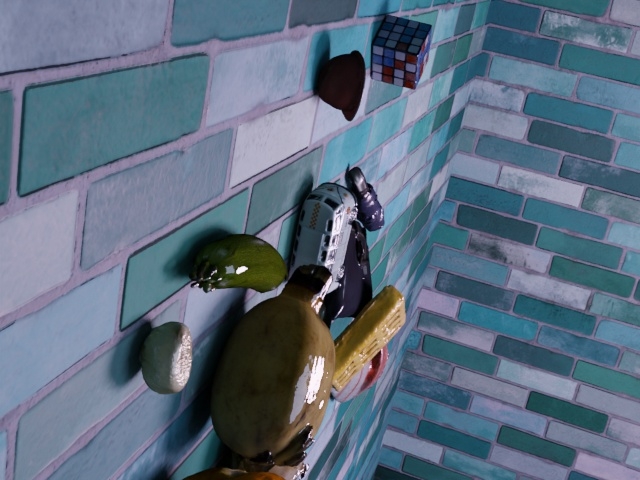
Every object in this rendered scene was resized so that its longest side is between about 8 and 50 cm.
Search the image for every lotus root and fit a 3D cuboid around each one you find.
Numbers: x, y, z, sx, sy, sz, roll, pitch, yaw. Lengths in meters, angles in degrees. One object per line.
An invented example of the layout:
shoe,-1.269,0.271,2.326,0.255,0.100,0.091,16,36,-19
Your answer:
lotus root,-0.057,0.174,1.261,0.183,0.182,0.310,65,40,-70

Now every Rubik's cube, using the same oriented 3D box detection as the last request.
Rubik's cube,0.154,-0.359,1.626,0.092,0.092,0.092,87,24,-54

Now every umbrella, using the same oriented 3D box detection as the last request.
umbrella,0.090,-0.081,1.783,0.248,0.070,0.071,55,52,-68

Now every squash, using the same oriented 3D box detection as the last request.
squash,-0.098,0.032,1.137,0.318,0.080,0.071,22,47,-78

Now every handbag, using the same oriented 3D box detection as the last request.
handbag,0.050,0.050,1.662,0.254,0.088,0.211,18,71,-74

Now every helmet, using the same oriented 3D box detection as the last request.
helmet,0.026,-0.241,1.324,0.089,0.057,0.111,-123,-142,-48

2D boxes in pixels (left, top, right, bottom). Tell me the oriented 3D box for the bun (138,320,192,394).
bun,-0.179,0.132,0.969,0.086,0.054,0.086,6,90,-86

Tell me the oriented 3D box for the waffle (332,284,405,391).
waffle,0.086,0.205,1.739,0.221,0.055,0.248,-45,164,-7

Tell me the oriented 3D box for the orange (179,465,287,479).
orange,-0.125,0.420,1.149,0.240,0.240,0.240,17,90,-77

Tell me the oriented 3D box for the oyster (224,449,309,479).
oyster,-0.096,0.395,1.433,0.337,0.133,0.198,-63,154,-15

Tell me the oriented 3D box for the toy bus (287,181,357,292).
toy bus,0.000,0.000,1.463,0.089,0.087,0.194,-28,135,-58

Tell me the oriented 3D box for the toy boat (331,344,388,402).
toy boat,0.076,0.340,2.204,0.206,0.096,0.282,-61,159,9

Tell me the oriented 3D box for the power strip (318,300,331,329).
power strip,-0.019,0.222,1.731,0.118,0.046,0.271,-36,139,-68
